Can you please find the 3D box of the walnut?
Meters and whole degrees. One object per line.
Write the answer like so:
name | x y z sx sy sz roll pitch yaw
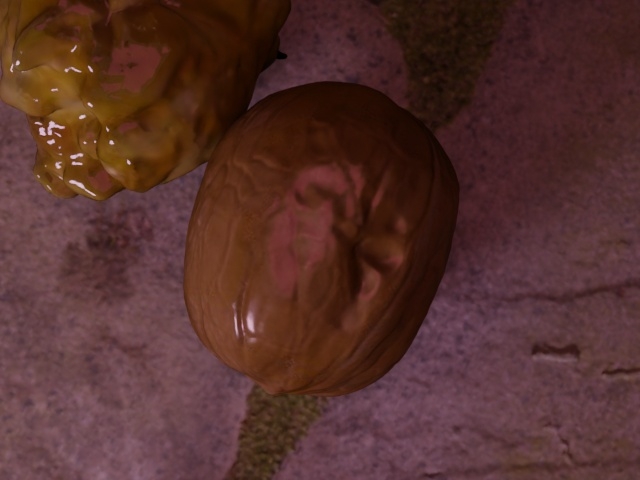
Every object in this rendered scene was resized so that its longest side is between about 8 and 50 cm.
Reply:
walnut | 0.000 0.000 0.823 0.193 0.193 0.225 16 91 -3

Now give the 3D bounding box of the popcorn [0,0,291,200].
popcorn | -0.138 -0.157 0.838 0.190 0.191 0.253 27 73 26
